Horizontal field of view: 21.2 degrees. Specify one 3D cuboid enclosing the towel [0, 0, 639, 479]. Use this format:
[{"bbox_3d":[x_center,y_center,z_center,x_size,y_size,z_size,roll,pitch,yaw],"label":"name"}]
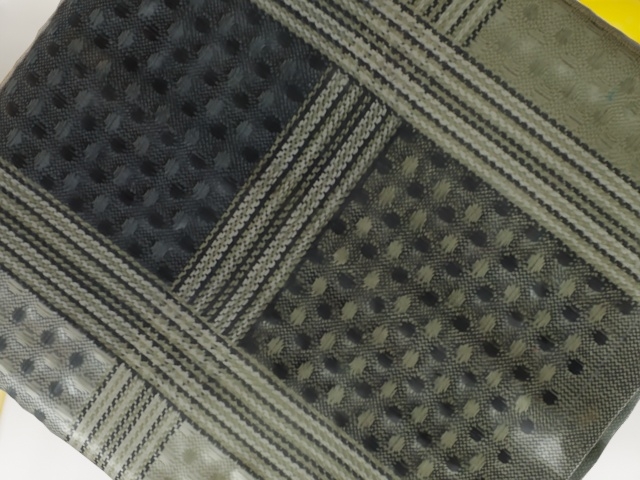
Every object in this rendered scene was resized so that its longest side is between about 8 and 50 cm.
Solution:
[{"bbox_3d":[0.000,0.000,0.770,0.324,0.312,0.056,39,-168,8],"label":"towel"}]
